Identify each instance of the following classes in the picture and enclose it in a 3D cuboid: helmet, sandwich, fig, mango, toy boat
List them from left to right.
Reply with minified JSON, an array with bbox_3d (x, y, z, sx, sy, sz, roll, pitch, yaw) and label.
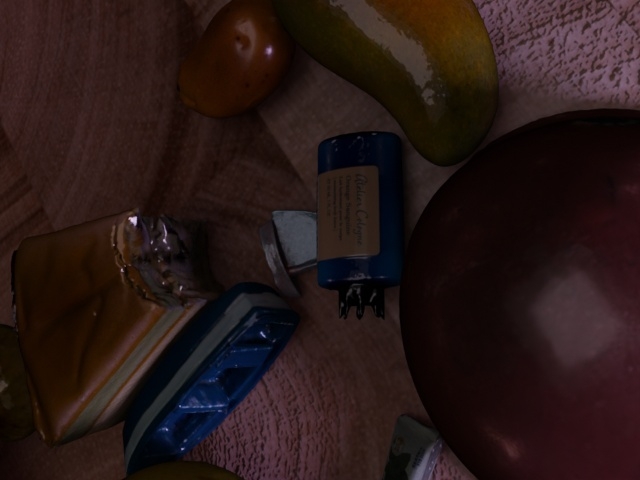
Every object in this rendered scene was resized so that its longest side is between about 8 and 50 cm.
[{"bbox_3d":[-0.402,0.178,0.854,0.136,0.121,0.153,-24,78,19],"label":"fig"},{"bbox_3d":[-0.202,0.094,0.735,0.198,0.155,0.227,-12,84,26],"label":"sandwich"},{"bbox_3d":[-0.140,0.163,0.741,0.299,0.096,0.062,-50,59,20],"label":"toy boat"},{"bbox_3d":[-0.087,-0.188,0.728,0.159,0.084,0.105,-36,72,44],"label":"mango"},{"bbox_3d":[0.001,0.000,0.711,0.122,0.034,0.096,-22,85,15],"label":"toy boat"},{"bbox_3d":[0.061,-0.205,0.628,0.289,0.129,0.146,44,70,11],"label":"mango"},{"bbox_3d":[0.195,0.071,0.500,0.337,0.230,0.385,-4,85,26],"label":"helmet"}]

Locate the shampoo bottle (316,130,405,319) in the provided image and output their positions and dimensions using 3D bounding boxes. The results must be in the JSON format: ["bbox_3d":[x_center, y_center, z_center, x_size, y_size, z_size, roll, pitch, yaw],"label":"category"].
[{"bbox_3d":[0.038,-0.013,0.657,0.087,0.050,0.183,-4,76,16],"label":"shampoo bottle"}]

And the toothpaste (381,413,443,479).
[{"bbox_3d":[0.069,0.286,0.661,0.060,0.038,0.233,21,98,52],"label":"toothpaste"}]

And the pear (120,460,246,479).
[{"bbox_3d":[-0.141,0.350,0.632,0.283,0.283,0.283,-1,88,27],"label":"pear"}]
